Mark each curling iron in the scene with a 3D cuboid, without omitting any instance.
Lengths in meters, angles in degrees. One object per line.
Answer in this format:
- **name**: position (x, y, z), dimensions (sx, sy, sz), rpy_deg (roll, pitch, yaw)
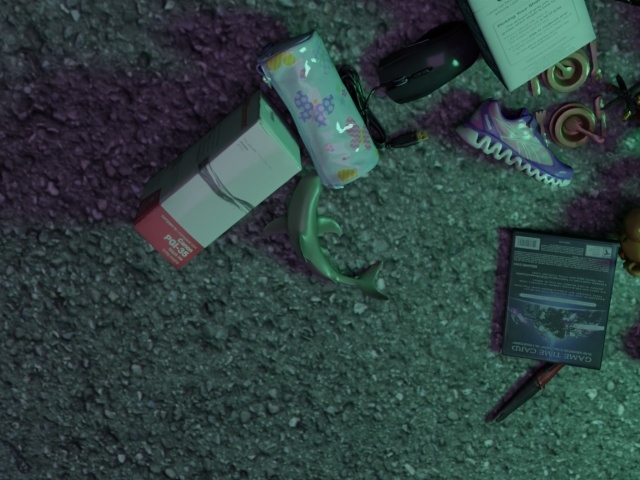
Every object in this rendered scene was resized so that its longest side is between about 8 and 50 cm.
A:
- **curling iron**: position (0.469, 0.295, 1.815), dimensions (0.274, 0.035, 0.068), rpy_deg (-41, 109, 13)

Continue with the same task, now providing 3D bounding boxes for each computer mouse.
- **computer mouse**: position (0.175, -0.261, 1.549), dimensions (0.262, 0.060, 0.184), rpy_deg (-22, 112, 7)

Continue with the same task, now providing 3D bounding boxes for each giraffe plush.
- **giraffe plush**: position (0.634, -0.018, 1.626), dimensions (0.171, 0.181, 0.210), rpy_deg (-14, 96, 16)

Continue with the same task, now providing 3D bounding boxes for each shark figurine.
- **shark figurine**: position (-0.002, 0.027, 1.637), dimensions (0.166, 0.116, 0.278), rpy_deg (-31, 109, 11)

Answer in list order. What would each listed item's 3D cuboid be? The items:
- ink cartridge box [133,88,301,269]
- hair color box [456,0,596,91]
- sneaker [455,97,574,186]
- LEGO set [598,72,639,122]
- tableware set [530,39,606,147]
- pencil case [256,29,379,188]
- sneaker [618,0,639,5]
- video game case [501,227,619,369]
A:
- **ink cartridge box**: position (-0.174, -0.110, 1.515), dimensions (0.283, 0.207, 0.117), rpy_deg (-37, 111, 13)
- **hair color box**: position (0.301, -0.416, 1.387), dimensions (0.174, 0.105, 0.347), rpy_deg (-32, 139, 8)
- **sneaker**: position (0.366, -0.180, 1.581), dimensions (0.236, 0.095, 0.104), rpy_deg (26, 102, -12)
- **LEGO set**: position (0.648, -0.254, 1.457), dimensions (0.192, 0.255, 0.331), rpy_deg (24, 129, -38)
- **tableware set**: position (0.452, -0.254, 1.577), dimensions (0.128, 0.039, 0.194), rpy_deg (-14, 113, 3)
- **pencil case**: position (-0.002, -0.225, 1.514), dimensions (0.113, 0.124, 0.273), rpy_deg (-7, 121, 47)
- **sneaker**: position (0.512, -0.447, 1.409), dimensions (0.107, 0.283, 0.124), rpy_deg (19, 108, 36)
- **video game case**: position (0.463, 0.116, 1.709), dimensions (0.196, 0.026, 0.274), rpy_deg (8, 115, 17)
